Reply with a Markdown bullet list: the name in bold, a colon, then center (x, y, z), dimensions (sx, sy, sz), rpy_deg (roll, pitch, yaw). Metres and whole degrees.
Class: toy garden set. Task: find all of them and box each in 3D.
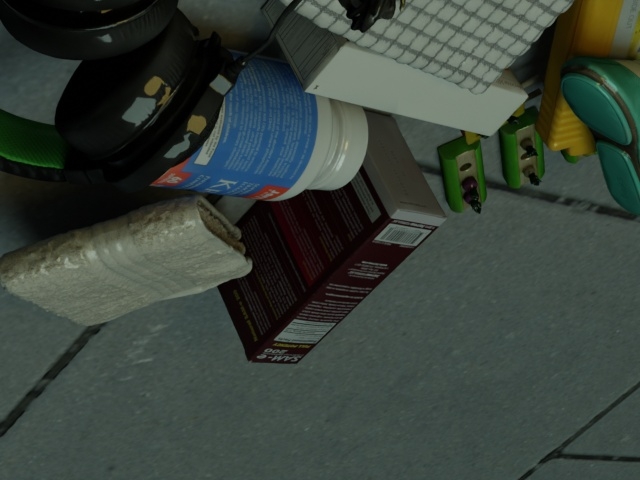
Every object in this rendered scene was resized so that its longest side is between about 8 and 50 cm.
- **toy garden set**: center (0.239, -0.120, 1.661), dimensions (0.244, 0.049, 0.204), rpy_deg (-23, 150, -4)

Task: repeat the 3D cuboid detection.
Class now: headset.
- **headset**: center (-0.132, -0.164, 1.160), dimensions (0.394, 0.185, 0.243), rpy_deg (-2, 137, 22)

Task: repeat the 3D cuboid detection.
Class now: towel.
- **towel**: center (-0.166, 0.024, 1.482), dimensions (0.187, 0.049, 0.282), rpy_deg (-19, 170, 5)
- **towel**: center (0.104, -0.260, 1.280), dimensions (0.284, 0.121, 0.235), rpy_deg (14, 129, -48)

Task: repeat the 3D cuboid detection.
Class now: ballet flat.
- **ballet flat**: center (0.286, -0.118, 1.531), dimensions (0.087, 0.083, 0.247), rpy_deg (-51, 144, -11)

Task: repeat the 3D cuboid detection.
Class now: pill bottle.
- **pill bottle**: center (-0.068, -0.097, 1.392), dimensions (0.221, 0.124, 0.124), rpy_deg (6, 137, -42)

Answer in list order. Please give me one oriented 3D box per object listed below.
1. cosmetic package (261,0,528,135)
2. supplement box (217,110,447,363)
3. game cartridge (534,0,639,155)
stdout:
- **cosmetic package**: center (0.069, -0.160, 1.423), dimensions (0.239, 0.099, 0.060), rpy_deg (8, 136, -45)
- **supplement box**: center (0.000, 0.000, 1.590), dimensions (0.073, 0.130, 0.239), rpy_deg (9, 137, -45)
- **game cartridge**: center (0.354, -0.227, 1.533), dimensions (0.285, 0.052, 0.323), rpy_deg (-14, 138, -18)
